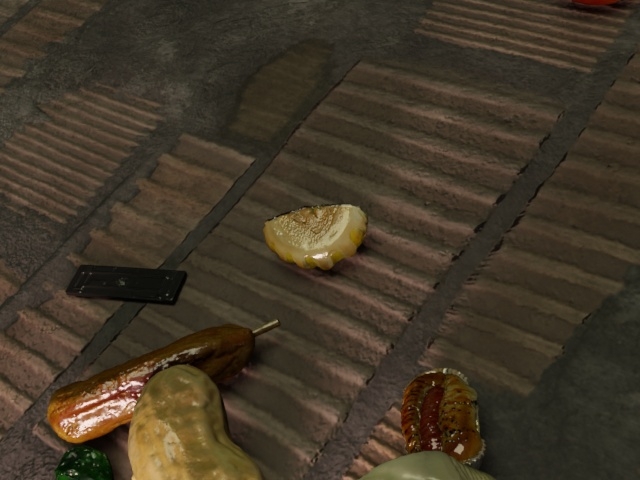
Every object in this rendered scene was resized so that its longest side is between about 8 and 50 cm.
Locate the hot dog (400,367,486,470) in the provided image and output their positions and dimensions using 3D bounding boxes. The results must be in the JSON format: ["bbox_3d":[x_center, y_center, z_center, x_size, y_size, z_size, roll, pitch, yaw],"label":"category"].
[{"bbox_3d":[0.145,0.214,1.103,0.099,0.053,0.192,-16,28,9],"label":"hot dog"}]

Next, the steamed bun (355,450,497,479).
[{"bbox_3d":[0.098,0.381,0.908,0.272,0.273,0.290,-39,43,8],"label":"steamed bun"}]

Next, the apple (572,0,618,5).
[{"bbox_3d":[0.467,-0.474,1.548,0.163,0.139,0.163,-21,42,21],"label":"apple"}]

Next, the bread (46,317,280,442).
[{"bbox_3d":[-0.211,0.188,1.269,0.344,0.084,0.124,-22,6,-4],"label":"bread"}]

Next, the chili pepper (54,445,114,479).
[{"bbox_3d":[-0.314,0.370,1.179,0.098,0.061,0.224,-7,47,6],"label":"chili pepper"}]

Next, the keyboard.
[{"bbox_3d":[-0.311,0.068,1.466,0.204,0.013,0.061,2,52,24],"label":"keyboard"}]

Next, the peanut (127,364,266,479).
[{"bbox_3d":[-0.146,0.287,1.112,0.149,0.149,0.313,-29,53,-4],"label":"peanut"}]

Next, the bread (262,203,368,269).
[{"bbox_3d":[0.000,0.000,1.356,0.157,0.083,0.094,-21,49,6],"label":"bread"}]
